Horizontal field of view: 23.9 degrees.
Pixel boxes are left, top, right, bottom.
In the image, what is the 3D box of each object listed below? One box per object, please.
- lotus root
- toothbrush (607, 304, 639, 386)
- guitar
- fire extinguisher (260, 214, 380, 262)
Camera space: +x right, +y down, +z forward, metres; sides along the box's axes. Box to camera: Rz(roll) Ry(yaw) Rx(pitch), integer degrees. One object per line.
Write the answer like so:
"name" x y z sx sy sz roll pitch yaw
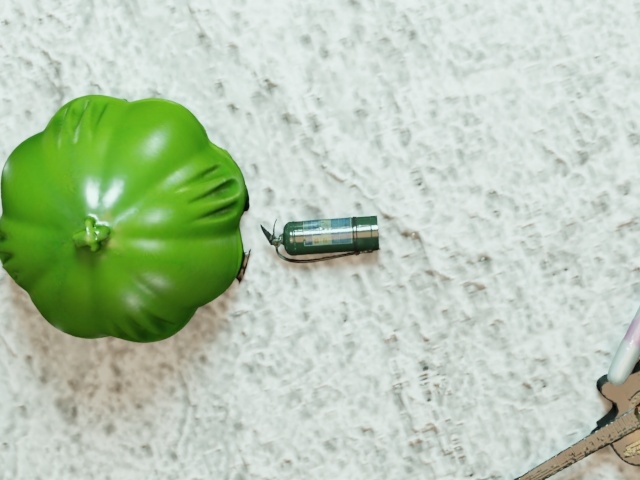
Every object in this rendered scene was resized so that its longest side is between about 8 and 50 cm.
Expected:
"lotus root" -0.139 -0.009 0.997 0.186 0.186 0.186 0 96 1
"toothbrush" 0.269 -0.027 1.055 0.025 0.020 0.286 28 91 6
"guitar" 0.201 0.139 1.082 0.233 0.025 0.088 -31 94 5
"fire extinguisher" 0.000 0.000 1.068 0.083 0.025 0.038 -3 120 1
